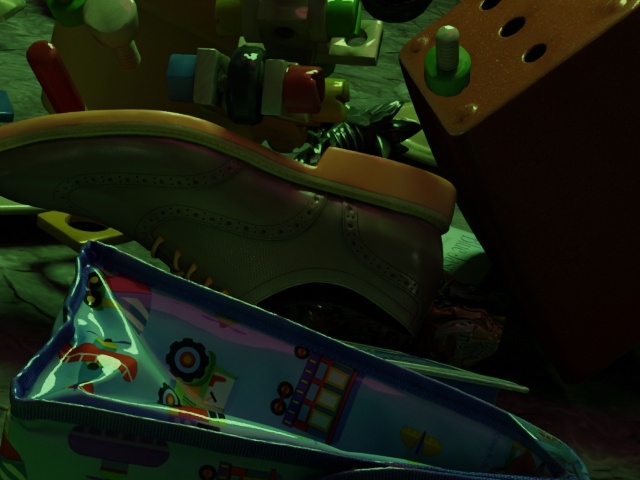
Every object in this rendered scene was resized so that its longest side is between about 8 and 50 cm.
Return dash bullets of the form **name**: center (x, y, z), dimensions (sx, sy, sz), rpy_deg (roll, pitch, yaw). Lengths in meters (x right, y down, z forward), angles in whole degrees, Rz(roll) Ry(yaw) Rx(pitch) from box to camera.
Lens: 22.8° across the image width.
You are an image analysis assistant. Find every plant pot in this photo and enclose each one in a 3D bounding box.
- **plant pot**: center (-0.139, -0.182, 1.530), dimensions (0.291, 0.203, 0.291), rpy_deg (26, 9, -5)
- **plant pot**: center (0.215, -0.095, 1.318), dimensions (0.236, 0.267, 0.267), rpy_deg (49, 9, -30)

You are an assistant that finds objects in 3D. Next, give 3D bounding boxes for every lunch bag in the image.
- **lunch bag**: center (-0.012, 0.158, 0.801), dimensions (0.293, 0.221, 0.138), rpy_deg (15, 33, 0)

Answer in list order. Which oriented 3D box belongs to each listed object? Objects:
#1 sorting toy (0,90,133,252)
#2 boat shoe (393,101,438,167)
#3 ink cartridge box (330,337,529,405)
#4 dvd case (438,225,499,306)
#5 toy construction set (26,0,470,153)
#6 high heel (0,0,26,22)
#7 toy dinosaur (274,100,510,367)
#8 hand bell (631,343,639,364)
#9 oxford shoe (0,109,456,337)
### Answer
- **sorting toy**: center (-0.288, -0.052, 1.412), dimensions (0.196, 0.047, 0.347), rpy_deg (-7, 29, -33)
- **boat shoe**: center (0.191, -0.156, 1.842), dimensions (0.121, 0.110, 0.341), rpy_deg (29, 27, 35)
- **ink cartridge box**: center (-0.004, 0.091, 1.005), dimensions (0.175, 0.069, 0.371), rpy_deg (10, -5, -8)
- **dvd case**: center (0.043, 0.002, 1.492), dimensions (0.253, 0.022, 0.180), rpy_deg (19, 22, 13)
- **toy construction set**: center (-0.064, -0.150, 1.274), dimensions (0.309, 0.237, 0.257), rpy_deg (-18, 66, -3)
- **high heel**: center (-0.475, -0.307, 1.849), dimensions (0.261, 0.093, 0.186), rpy_deg (-1, 30, -10)
- **toy dinosaur**: center (0.000, 0.000, 1.306), dimensions (0.322, 0.164, 0.218), rpy_deg (31, 47, -8)
- **hand bell**: center (0.234, 0.018, 1.451), dimensions (0.126, 0.126, 0.242), rpy_deg (-7, 24, -41)
- **oxford shoe**: center (-0.084, -0.011, 1.184), dimensions (0.363, 0.133, 0.130), rpy_deg (9, -13, -1)
